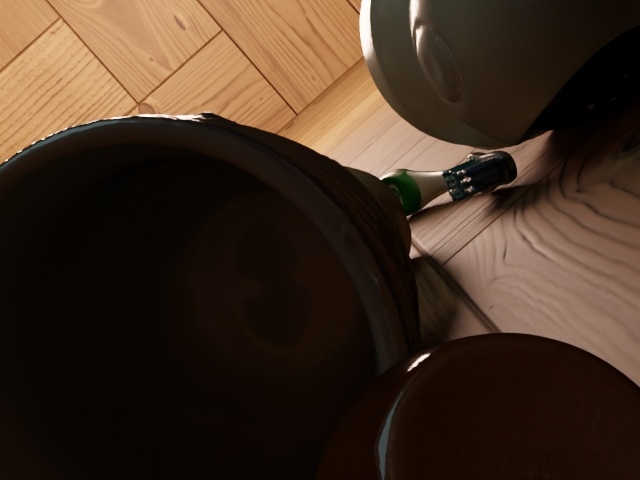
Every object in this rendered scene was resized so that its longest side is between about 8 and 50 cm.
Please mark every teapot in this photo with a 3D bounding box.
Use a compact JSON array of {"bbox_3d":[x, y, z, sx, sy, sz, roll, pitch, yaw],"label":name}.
[{"bbox_3d":[0.048,0.095,0.375,0.116,0.116,0.173,-33,39,42],"label":"teapot"}]

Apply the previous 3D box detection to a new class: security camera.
[{"bbox_3d":[0.144,-0.162,0.880,0.194,0.194,0.236,-43,11,-12],"label":"security camera"}]

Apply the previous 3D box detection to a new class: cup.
[{"bbox_3d":[-0.058,0.081,0.675,0.257,0.227,0.301,-26,-42,-75],"label":"cup"}]

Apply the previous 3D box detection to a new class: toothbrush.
[{"bbox_3d":[0.066,-0.040,1.096,0.040,0.042,0.418,-24,5,-15],"label":"toothbrush"}]

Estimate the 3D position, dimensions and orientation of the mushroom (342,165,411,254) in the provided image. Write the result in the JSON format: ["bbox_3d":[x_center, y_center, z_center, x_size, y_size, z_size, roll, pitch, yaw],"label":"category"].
[{"bbox_3d":[0.000,0.000,0.951,0.148,0.112,0.148,4,8,-1],"label":"mushroom"}]
